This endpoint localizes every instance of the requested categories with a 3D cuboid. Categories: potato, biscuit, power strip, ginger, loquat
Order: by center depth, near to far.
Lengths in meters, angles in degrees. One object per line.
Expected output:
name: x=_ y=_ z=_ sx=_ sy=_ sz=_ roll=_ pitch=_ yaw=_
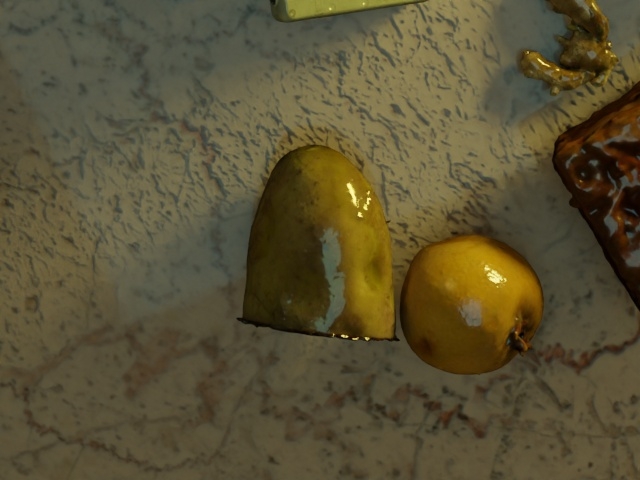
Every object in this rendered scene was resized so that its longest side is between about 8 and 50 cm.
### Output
power strip: x=0.040 y=-0.364 z=1.640 sx=0.270 sy=0.046 sz=0.118 roll=-14 pitch=107 yaw=-29
potato: x=0.000 y=0.000 z=1.714 sx=0.229 sy=0.229 sz=0.266 roll=4 pitch=94 yaw=-3
biscuit: x=0.549 y=-0.094 z=1.720 sx=0.395 sy=0.166 sz=0.343 roll=-31 pitch=102 yaw=5
ginger: x=0.354 y=-0.304 z=1.722 sx=0.176 sy=0.052 sz=0.193 roll=36 pitch=109 yaw=-9
loquat: x=0.212 y=0.092 z=1.740 sx=0.208 sy=0.208 sz=0.208 roll=0 pitch=105 yaw=-1
